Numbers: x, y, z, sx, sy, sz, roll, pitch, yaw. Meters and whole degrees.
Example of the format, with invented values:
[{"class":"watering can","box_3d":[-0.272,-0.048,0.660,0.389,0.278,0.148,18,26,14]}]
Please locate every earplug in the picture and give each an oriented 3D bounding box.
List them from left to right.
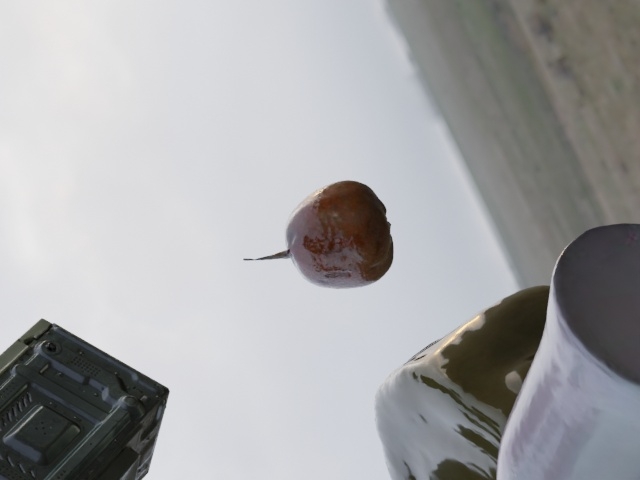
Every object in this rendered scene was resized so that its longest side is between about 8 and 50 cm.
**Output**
[{"class":"earplug","box_3d":[0.219,0.148,1.421,0.301,0.172,0.172,109,149,-45]}]

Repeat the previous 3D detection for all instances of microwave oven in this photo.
[{"class":"microwave oven","box_3d":[-0.279,0.219,1.758,0.240,0.194,0.145,-47,-23,-48]}]

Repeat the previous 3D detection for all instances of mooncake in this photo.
[{"class":"mooncake","box_3d":[0.237,0.230,1.773,0.378,0.201,0.378,44,154,28]}]

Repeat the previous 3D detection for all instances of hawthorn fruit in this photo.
[{"class":"hawthorn fruit","box_3d":[0.018,0.006,2.385,0.149,0.189,0.149,33,143,29]}]
